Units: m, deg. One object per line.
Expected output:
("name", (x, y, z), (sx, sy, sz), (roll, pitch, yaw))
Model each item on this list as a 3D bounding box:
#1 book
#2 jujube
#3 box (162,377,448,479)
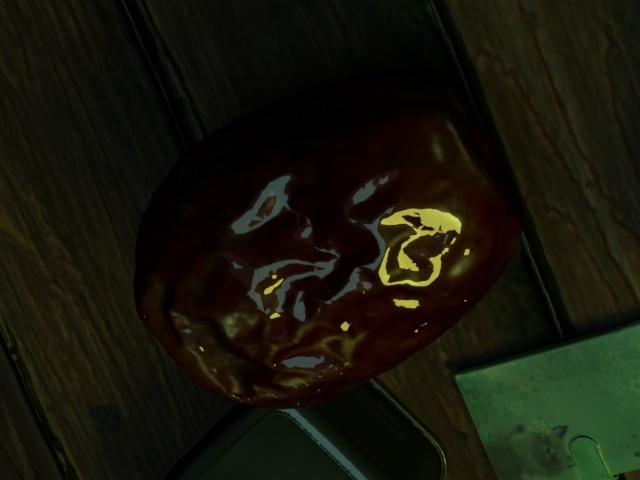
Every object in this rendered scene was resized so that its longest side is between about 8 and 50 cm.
("book", (0.168, 0.115, 1.123), (0.135, 0.017, 0.103), (-18, 102, 25))
("jujube", (0.000, 0.000, 1.058), (0.243, 0.183, 0.183), (-30, 98, 17))
("box", (-0.027, 0.181, 1.177), (0.144, 0.090, 0.201), (46, 118, -1))
